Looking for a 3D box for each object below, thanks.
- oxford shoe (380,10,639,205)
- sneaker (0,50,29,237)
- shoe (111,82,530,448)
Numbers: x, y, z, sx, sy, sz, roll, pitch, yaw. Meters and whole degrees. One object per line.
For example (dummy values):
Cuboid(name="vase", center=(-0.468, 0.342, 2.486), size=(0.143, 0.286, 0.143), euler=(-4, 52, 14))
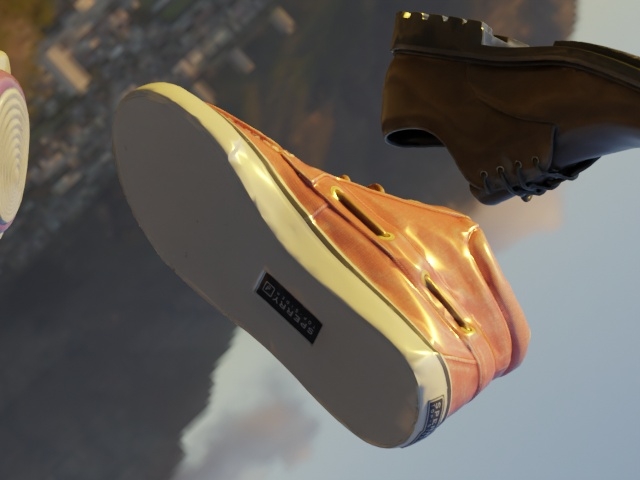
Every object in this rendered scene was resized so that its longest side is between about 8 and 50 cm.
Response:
Cuboid(name="oxford shoe", center=(0.126, -0.058, 0.913), size=(0.227, 0.083, 0.096), euler=(15, -91, 43))
Cuboid(name="sneaker", center=(-0.248, -0.039, 0.896), size=(0.305, 0.152, 0.114), euler=(-55, 151, -71))
Cuboid(name="shoe", center=(0.000, 0.000, 0.669), size=(0.081, 0.178, 0.063), euler=(-25, 153, -47))
